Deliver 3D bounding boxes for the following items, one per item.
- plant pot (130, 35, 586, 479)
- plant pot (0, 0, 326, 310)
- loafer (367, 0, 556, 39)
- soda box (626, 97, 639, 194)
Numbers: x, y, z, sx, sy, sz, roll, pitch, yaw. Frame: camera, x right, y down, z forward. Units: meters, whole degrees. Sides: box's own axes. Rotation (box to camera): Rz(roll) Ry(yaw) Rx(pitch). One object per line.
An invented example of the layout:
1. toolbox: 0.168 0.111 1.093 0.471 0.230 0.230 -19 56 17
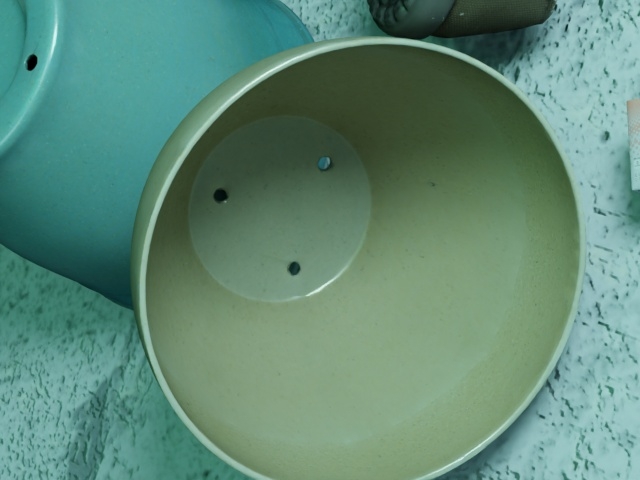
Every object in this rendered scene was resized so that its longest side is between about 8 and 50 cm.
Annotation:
1. plant pot: 0.000 0.000 1.043 0.284 0.284 0.191 -64 24 3
2. plant pot: -0.173 -0.102 1.168 0.272 0.255 0.271 -10 72 31
3. loafer: 0.108 -0.289 1.129 0.134 0.130 0.366 141 138 -59
4. soda box: 0.280 -0.067 0.974 0.183 0.058 0.063 -11 71 32
